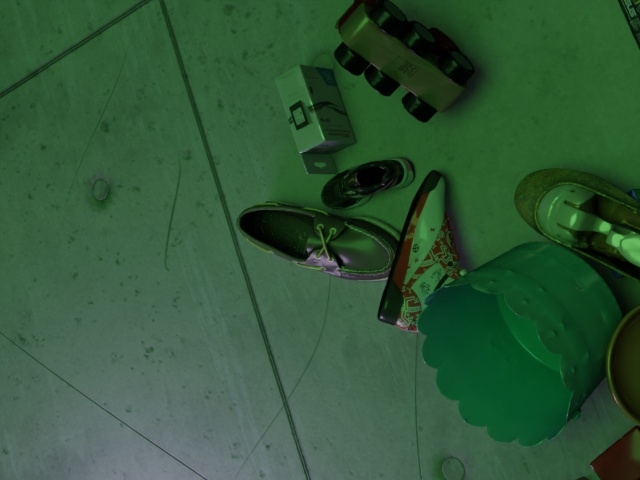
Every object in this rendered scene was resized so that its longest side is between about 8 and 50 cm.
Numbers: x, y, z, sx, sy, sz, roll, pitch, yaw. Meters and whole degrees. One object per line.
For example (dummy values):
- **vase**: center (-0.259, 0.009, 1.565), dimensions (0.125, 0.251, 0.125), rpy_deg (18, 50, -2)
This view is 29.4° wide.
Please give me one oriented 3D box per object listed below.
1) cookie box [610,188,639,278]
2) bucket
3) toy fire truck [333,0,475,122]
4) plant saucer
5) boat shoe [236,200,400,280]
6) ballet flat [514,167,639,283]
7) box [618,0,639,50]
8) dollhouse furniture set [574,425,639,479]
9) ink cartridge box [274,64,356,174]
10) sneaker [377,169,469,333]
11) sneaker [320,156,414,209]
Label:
- **cookie box**: center (0.464, -0.011, 1.833), dimensions (0.092, 0.040, 0.107), rpy_deg (-32, 75, 32)
- **bucket**: center (0.303, 0.147, 1.817), dimensions (0.281, 0.183, 0.281), rpy_deg (29, 135, 34)
- **toy fire truck**: center (0.117, -0.324, 1.996), dimensions (0.158, 0.217, 0.246), rpy_deg (-46, 26, 28)
- **plant saucer**: center (0.500, 0.179, 1.758), dimensions (0.037, 0.200, 0.200), rpy_deg (175, 91, -78)
- **boat shoe**: center (0.000, 0.000, 2.121), dimensions (0.324, 0.097, 0.116), rpy_deg (18, 102, 33)
- **ballet flat**: center (0.417, -0.016, 1.771), dimensions (0.348, 0.123, 0.123), rpy_deg (29, 108, 31)
- **box**: center (0.547, -0.318, 1.760), dimensions (0.184, 0.045, 0.190), rpy_deg (-28, 76, 30)
- **dollhouse furniture set**: center (0.401, 0.464, 1.833), dimensions (0.374, 0.152, 0.201), rpy_deg (-48, 67, 27)
- **ink cartridge box**: center (-0.003, -0.208, 2.109), dimensions (0.060, 0.104, 0.180), rpy_deg (-25, 79, 32)
- **sneaker**: center (0.199, 0.029, 1.999), dimensions (0.145, 0.090, 0.270), rpy_deg (19, 76, -2)
- **sneaker**: center (0.066, -0.103, 2.083), dimensions (0.178, 0.077, 0.072), rpy_deg (-24, 78, 34)
